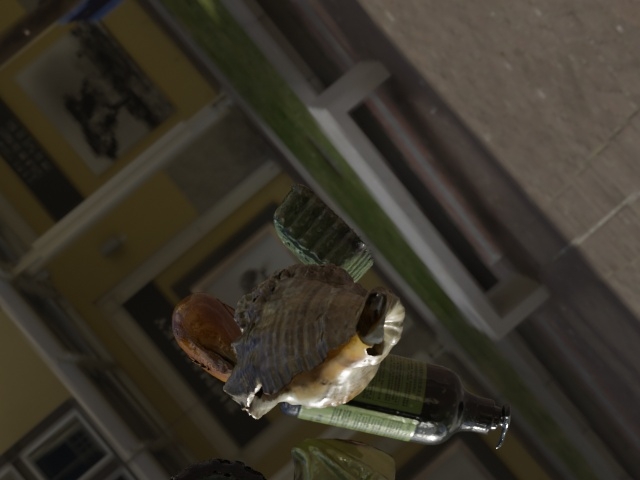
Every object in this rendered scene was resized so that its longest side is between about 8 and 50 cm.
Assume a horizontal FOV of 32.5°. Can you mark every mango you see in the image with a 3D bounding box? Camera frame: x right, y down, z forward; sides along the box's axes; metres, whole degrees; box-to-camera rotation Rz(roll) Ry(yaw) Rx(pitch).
[{"bbox_3d":[-0.134,0.140,1.487,0.159,0.084,0.105,50,-162,19],"label":"mango"}]

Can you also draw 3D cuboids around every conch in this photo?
[{"bbox_3d":[-0.003,0.101,1.082,0.163,0.178,0.245,42,150,-9],"label":"conch"}]

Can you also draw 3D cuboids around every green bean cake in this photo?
[{"bbox_3d":[0.000,0.000,1.971,0.181,0.094,0.173,42,173,14],"label":"green bean cake"}]

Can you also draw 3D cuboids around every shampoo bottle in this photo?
[{"bbox_3d":[0.096,0.193,1.344,0.284,0.101,0.101,12,177,-2],"label":"shampoo bottle"}]

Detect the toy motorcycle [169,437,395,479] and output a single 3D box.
[{"bbox_3d":[0.029,0.351,0.988,0.410,0.237,0.169,56,160,8],"label":"toy motorcycle"}]
